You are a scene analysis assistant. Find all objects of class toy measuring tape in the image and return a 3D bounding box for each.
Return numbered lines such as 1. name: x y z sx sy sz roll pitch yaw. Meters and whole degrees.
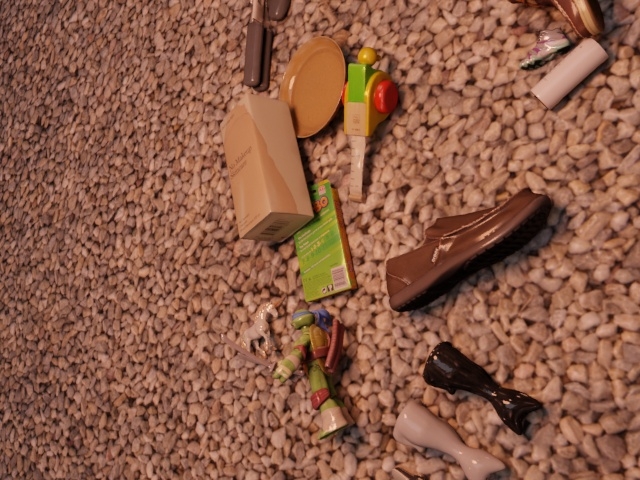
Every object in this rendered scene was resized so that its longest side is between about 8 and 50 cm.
1. toy measuring tape: 0.108 -0.252 1.344 0.121 0.121 0.330 13 112 34

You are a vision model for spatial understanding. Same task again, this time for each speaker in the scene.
1. speaker: 0.455 -0.306 1.128 0.136 0.055 0.055 -44 62 20

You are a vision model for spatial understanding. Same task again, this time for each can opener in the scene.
1. can opener: -0.142 -0.520 1.543 0.093 0.074 0.280 6 87 33

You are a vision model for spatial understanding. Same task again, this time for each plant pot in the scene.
1. plant pot: -0.014 -0.354 1.431 0.236 0.032 0.236 -11 76 47

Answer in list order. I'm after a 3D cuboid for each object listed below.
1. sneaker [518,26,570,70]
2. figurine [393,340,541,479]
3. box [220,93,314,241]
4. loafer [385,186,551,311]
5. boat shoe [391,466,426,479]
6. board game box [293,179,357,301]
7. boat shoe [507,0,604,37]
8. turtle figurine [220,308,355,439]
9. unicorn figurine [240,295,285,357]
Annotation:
1. sneaker: 0.420 -0.374 1.175 0.098 0.038 0.069 -23 69 19
2. figurine: 0.269 0.332 1.143 0.209 0.092 0.215 30 100 29
3. box: -0.129 -0.167 1.421 0.148 0.121 0.311 -38 58 44
4. loafer: 0.257 0.001 1.165 0.366 0.134 0.130 -36 66 24
5. boat shoe: 0.195 0.480 1.194 0.125 0.038 0.046 27 140 39
6. board game box: 0.000 0.000 1.395 0.124 0.039 0.259 -20 74 30
7. boat shoe: 0.409 -0.491 1.156 0.123 0.123 0.342 -38 60 33
8. turtle figurine: -0.056 0.297 1.297 0.266 0.275 0.198 63 150 19
9. unicorn figurine: -0.140 0.215 1.440 0.162 0.060 0.111 -33 67 25
